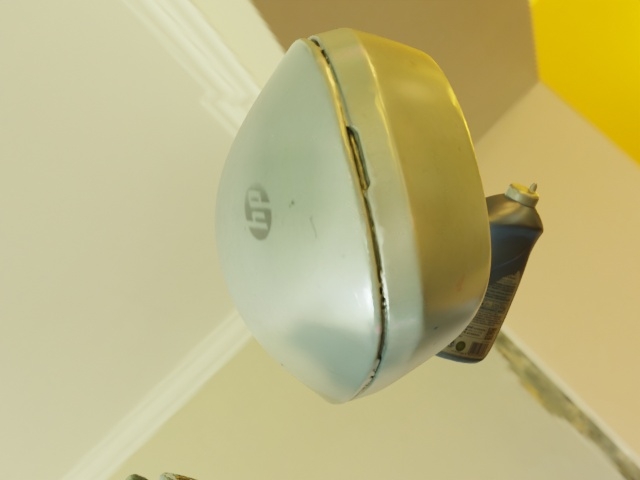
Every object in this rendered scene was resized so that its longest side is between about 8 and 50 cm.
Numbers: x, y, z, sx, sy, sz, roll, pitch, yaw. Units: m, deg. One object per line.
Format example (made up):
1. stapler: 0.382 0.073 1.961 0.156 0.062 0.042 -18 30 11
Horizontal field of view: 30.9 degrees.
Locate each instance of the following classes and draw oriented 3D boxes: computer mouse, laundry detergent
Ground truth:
1. computer mouse: -0.006 0.001 0.577 0.097 0.159 0.288 -12 -10 -17
2. laundry detergent: 0.173 0.028 1.219 0.206 0.097 0.061 -65 21 15

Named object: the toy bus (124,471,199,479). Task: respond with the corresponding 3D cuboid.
1. toy bus: -0.017 0.228 0.697 0.256 0.147 0.128 28 -98 -55
